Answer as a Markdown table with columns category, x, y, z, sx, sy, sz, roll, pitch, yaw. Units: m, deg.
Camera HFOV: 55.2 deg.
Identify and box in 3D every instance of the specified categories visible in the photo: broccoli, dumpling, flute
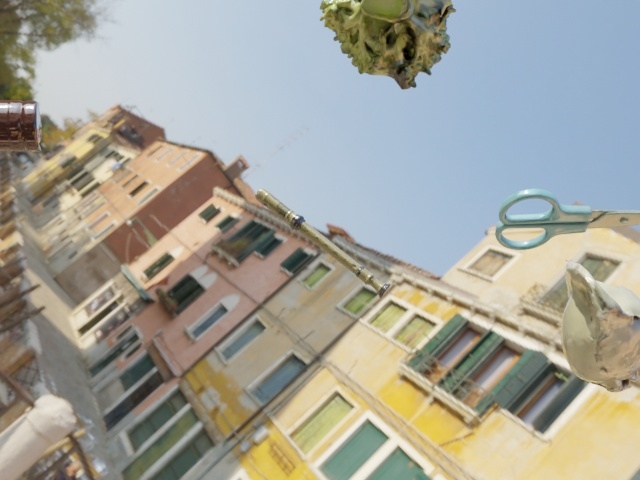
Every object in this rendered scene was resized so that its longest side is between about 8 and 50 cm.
| category | x | y | z | sx | sy | sz | roll | pitch | yaw |
| --- | --- | --- | --- | --- | --- | --- | --- | --- | --- |
| broccoli | 0.129 | -0.368 | 0.982 | 0.243 | 0.263 | 0.247 | -53 | 127 | -70 |
| dumpling | 0.405 | 0.115 | 0.896 | 0.247 | 0.142 | 0.172 | 61 | 4 | -41 |
| flute | 0.000 | 0.000 | 0.859 | 0.233 | 0.027 | 0.027 | 38 | -15 | 11 |

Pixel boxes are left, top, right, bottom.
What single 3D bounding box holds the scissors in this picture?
| category | x | y | z | sx | sy | sz | roll | pitch | yaw |
| --- | --- | --- | --- | --- | --- | --- | --- | --- | --- |
| scissors | 0.609 | -0.047 | 1.320 | 0.192 | 0.447 | 0.029 | 80 | 11 | -52 |

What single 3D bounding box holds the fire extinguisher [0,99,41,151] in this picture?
| category | x | y | z | sx | sy | sz | roll | pitch | yaw |
| --- | --- | --- | --- | --- | --- | --- | --- | --- | --- |
| fire extinguisher | -0.794 | -0.244 | 1.334 | 0.135 | 0.337 | 0.114 | 106 | -25 | -43 |
